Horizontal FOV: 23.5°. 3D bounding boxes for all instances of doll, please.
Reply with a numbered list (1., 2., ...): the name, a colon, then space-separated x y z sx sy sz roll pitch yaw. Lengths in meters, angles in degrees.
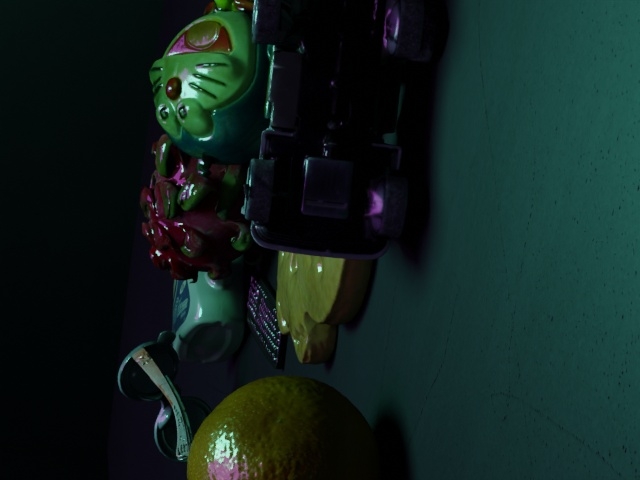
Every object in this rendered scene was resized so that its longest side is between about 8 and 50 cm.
1. doll: -0.105 -0.233 1.975 0.198 0.186 0.322 10 77 47

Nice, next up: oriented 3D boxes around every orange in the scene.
1. orange: -0.033 0.228 1.464 0.206 0.206 0.206 -176 90 -78

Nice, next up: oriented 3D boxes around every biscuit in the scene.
1. biscuit: -0.003 0.000 1.719 0.355 0.052 0.275 148 125 -76

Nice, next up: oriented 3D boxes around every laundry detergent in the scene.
1. laundry detergent: -0.167 0.028 2.337 0.215 0.105 0.281 119 154 -62

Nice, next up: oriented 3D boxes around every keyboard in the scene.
1. keyboard: -0.075 0.106 2.089 0.250 0.017 0.087 -133 50 -72

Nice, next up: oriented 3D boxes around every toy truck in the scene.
1. toy truck: 0.017 -0.167 1.449 0.178 0.176 0.363 -151 67 -86

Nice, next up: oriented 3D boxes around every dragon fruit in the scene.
1. dragon fruit: -0.162 -0.080 2.137 0.218 0.198 0.273 21 -123 -76

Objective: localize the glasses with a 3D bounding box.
1. glasses: -0.171 0.278 2.205 0.268 0.118 0.234 38 158 53
